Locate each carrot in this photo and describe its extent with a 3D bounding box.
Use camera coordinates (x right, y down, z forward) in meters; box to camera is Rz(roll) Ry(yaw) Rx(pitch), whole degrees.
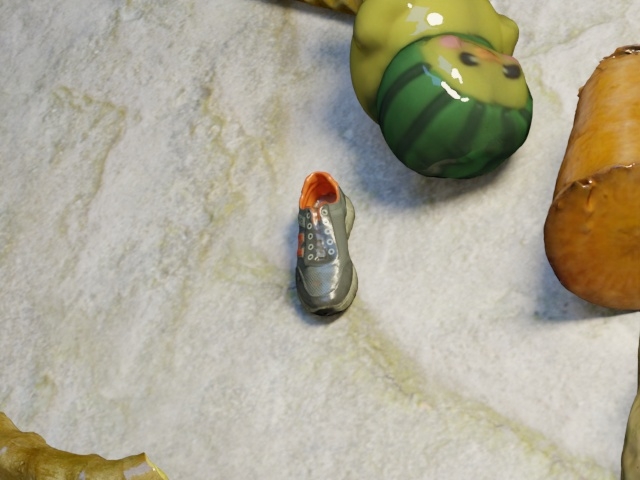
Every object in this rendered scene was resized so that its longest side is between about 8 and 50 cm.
[{"bbox_3d":[0.331,-0.075,1.916,0.196,0.196,0.254,-11,36,14],"label":"carrot"}]

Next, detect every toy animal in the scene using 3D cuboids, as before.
[{"bbox_3d":[0.134,-0.206,2.120,0.216,0.191,0.338,10,43,-29],"label":"toy animal"}]

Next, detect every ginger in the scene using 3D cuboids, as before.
[{"bbox_3d":[-0.296,0.249,1.939,0.298,0.065,0.118,4,63,29],"label":"ginger"}]

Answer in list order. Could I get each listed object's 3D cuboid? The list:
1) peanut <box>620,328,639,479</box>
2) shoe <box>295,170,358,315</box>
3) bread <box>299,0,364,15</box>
[{"bbox_3d":[0.371,0.143,1.657,0.169,0.192,0.387,4,49,10],"label":"peanut"},{"bbox_3d":[0.000,0.001,2.048,0.074,0.077,0.194,-10,44,13],"label":"shoe"},{"bbox_3d":[0.039,-0.348,2.385,0.367,0.084,0.077,19,13,35],"label":"bread"}]
